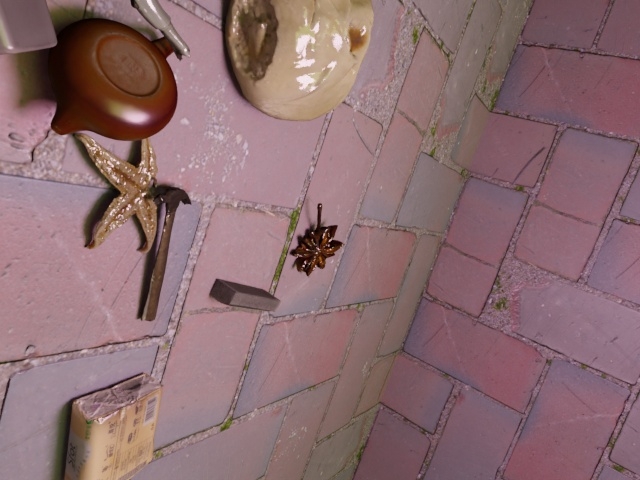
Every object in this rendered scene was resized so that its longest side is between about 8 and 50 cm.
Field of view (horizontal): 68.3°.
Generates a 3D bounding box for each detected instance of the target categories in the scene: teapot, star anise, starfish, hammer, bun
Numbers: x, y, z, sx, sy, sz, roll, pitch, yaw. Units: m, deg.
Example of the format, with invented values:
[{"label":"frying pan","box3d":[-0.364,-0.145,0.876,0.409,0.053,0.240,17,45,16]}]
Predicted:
[{"label":"teapot","box3d":[-0.303,-0.240,0.709,0.178,0.135,0.252,52,42,-25]},{"label":"star anise","box3d":[0.003,-0.001,1.374,0.177,0.073,0.233,2,125,-50]},{"label":"starfish","box3d":[-0.342,-0.070,0.822,0.138,0.050,0.247,-25,129,-48]},{"label":"hammer","box3d":[-0.317,0.035,0.932,0.125,0.027,0.297,-42,151,-70]},{"label":"bun","box3d":[-0.010,-0.417,0.953,0.364,0.202,0.364,-40,142,-40]}]

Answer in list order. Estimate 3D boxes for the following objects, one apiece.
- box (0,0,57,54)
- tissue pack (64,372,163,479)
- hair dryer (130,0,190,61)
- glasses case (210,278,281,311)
[{"label":"box","box3d":[-0.375,-0.338,0.523,0.103,0.055,0.243,-74,162,-61]},{"label":"tissue pack","box3d":[-0.427,0.408,0.979,0.186,0.090,0.222,-14,123,-56]},{"label":"hair dryer","box3d":[-0.275,-0.310,0.574,0.229,0.093,0.267,-48,143,-37]},{"label":"glasses case","box3d":[-0.186,0.146,1.196,0.047,0.071,0.205,-62,150,0]}]
